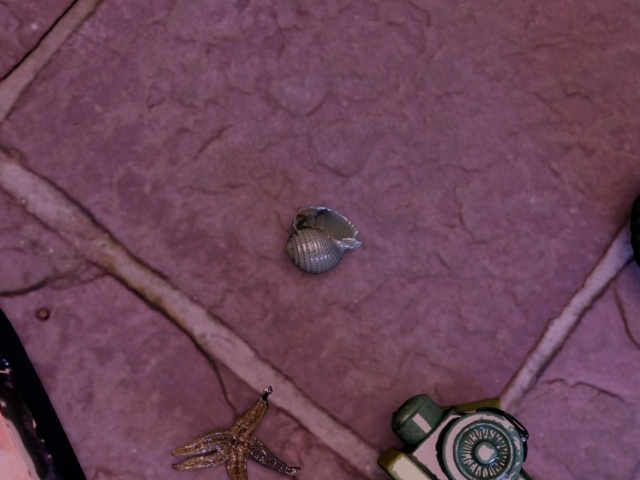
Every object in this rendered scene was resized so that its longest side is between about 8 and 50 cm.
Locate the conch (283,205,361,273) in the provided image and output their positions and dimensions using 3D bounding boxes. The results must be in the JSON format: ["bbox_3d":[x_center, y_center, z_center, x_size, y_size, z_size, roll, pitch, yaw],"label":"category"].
[{"bbox_3d":[-0.003,0.002,1.408,0.085,0.056,0.076,4,57,-35],"label":"conch"}]

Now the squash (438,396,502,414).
[{"bbox_3d":[0.158,0.193,1.399,0.083,0.027,0.027,-8,80,-6],"label":"squash"}]

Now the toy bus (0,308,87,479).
[{"bbox_3d":[-0.339,0.219,1.292,0.147,0.127,0.302,-28,83,-7],"label":"toy bus"}]

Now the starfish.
[{"bbox_3d":[-0.082,0.215,1.362,0.133,0.041,0.130,27,86,-6],"label":"starfish"}]

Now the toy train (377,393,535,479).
[{"bbox_3d":[0.182,0.335,1.312,0.369,0.150,0.237,44,83,2],"label":"toy train"}]

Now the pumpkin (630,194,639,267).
[{"bbox_3d":[0.442,-0.008,1.416,0.194,0.150,0.194,9,75,-39],"label":"pumpkin"}]
